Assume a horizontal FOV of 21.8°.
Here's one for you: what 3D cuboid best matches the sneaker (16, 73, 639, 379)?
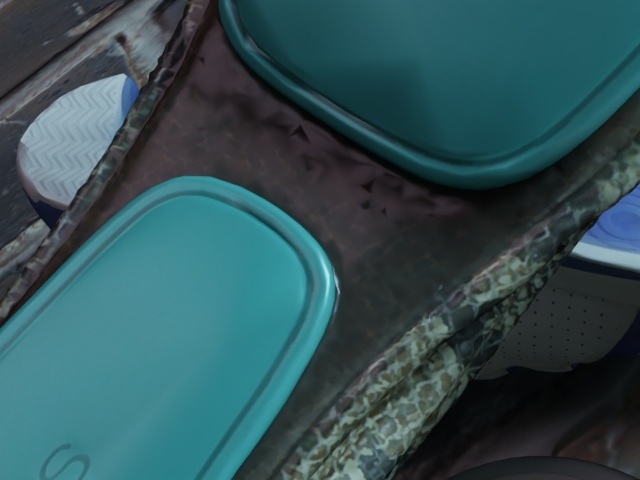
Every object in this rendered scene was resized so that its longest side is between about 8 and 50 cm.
[{"bbox_3d":[0.034,0.024,0.744,0.315,0.182,0.127,4,43,9],"label":"sneaker"}]

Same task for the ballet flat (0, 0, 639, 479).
[{"bbox_3d":[0.010,-0.007,0.554,0.164,0.182,0.483,36,86,21],"label":"ballet flat"}]

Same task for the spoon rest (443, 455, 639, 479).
[{"bbox_3d":[0.117,0.142,0.488,0.276,0.084,0.137,17,49,42],"label":"spoon rest"}]
